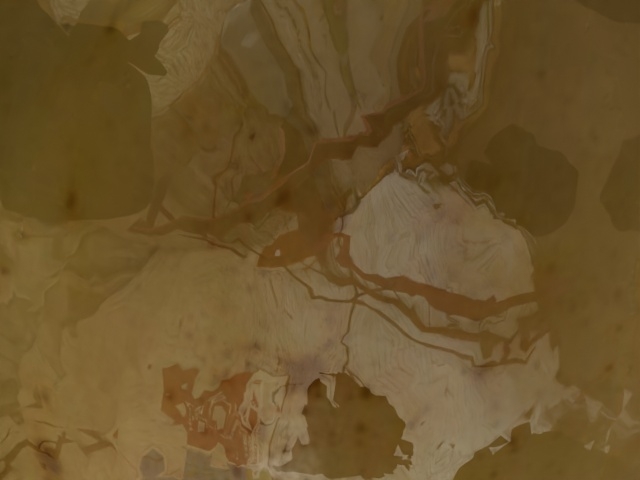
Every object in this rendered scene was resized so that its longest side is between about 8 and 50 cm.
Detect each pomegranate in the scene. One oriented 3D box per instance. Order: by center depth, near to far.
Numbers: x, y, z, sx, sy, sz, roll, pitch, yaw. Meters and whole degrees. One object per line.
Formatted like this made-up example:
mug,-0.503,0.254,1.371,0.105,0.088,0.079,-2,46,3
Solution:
pomegranate,0.000,0.000,0.520,0.319,0.319,0.319,59,163,31
